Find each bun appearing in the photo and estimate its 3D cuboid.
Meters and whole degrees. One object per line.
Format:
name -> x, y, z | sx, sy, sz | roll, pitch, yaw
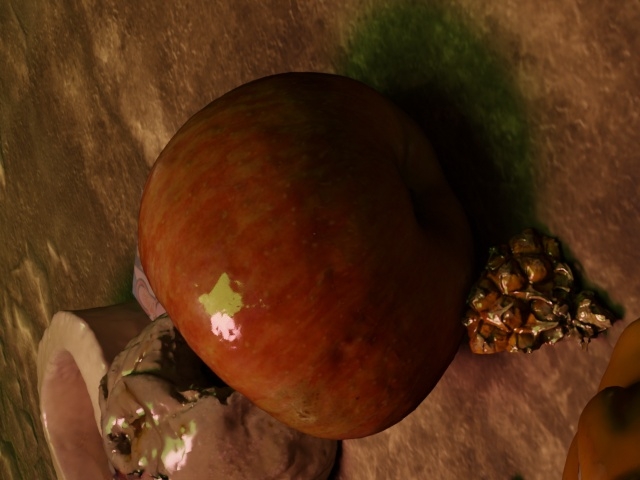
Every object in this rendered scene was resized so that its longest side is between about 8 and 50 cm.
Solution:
bun -> -0.130, 0.203, 1.331 | 0.281, 0.204, 0.282 | 28, 125, 52

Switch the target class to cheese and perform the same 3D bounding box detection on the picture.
cheese -> -0.244, 0.248, 1.572 | 0.332, 0.153, 0.292 | 62, 145, 22

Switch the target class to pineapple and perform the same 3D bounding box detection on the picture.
pineapple -> 0.176, 0.056, 0.950 | 0.114, 0.114, 0.077 | 21, 156, 36

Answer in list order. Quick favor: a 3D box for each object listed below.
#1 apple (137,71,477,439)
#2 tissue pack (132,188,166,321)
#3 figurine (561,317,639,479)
apple -> 0.000, 0.000, 1.014 | 0.250, 0.277, 0.309 | -46, 72, 7
tissue pack -> -0.177, 0.027, 1.482 | 0.115, 0.065, 0.155 | 46, 137, 44
figurine -> 0.259, 0.261, 0.682 | 0.401, 0.268, 0.387 | 28, 137, 64
